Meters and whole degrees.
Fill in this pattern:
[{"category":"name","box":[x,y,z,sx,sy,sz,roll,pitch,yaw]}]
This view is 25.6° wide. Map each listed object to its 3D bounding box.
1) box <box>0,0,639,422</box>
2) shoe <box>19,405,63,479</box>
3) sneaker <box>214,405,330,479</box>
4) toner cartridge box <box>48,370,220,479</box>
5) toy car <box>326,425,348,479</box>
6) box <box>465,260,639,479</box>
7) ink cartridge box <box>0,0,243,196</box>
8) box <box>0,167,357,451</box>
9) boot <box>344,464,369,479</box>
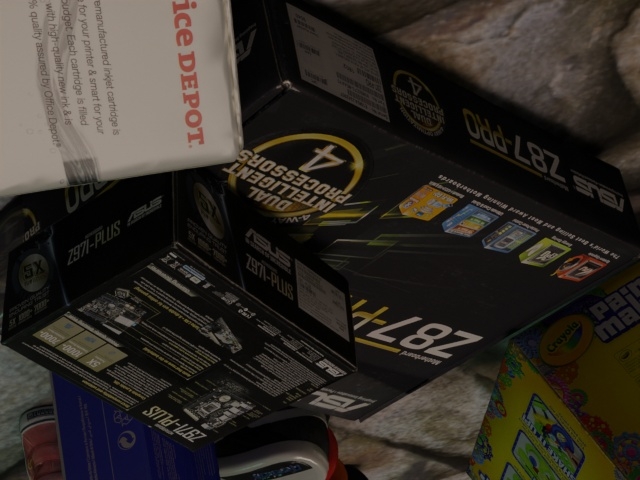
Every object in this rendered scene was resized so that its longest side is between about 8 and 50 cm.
[{"category":"box","box":[0.000,0.000,1.043,0.318,0.097,0.395,-33,143,33]},{"category":"shoe","box":[-0.243,0.228,1.313,0.063,0.081,0.178,-11,148,-7]},{"category":"sneaker","box":[-0.089,0.178,1.278,0.217,0.121,0.079,-10,132,17]},{"category":"toner cartridge box","box":[-0.130,0.228,1.105,0.075,0.348,0.165,-20,148,9]},{"category":"toy car","box":[-0.042,0.233,1.365,0.182,0.159,0.136,13,103,-54]},{"category":"box","box":[0.311,0.149,1.251,0.290,0.177,0.279,-28,153,-20]},{"category":"ink cartridge box","box":[-0.155,-0.110,0.761,0.208,0.087,0.153,-8,122,-10]},{"category":"box","box":[-0.088,0.045,0.907,0.147,0.077,0.180,-30,135,26]},{"category":"boot","box":[-0.058,0.303,1.513,0.219,0.082,0.106,0,143,-26]}]
